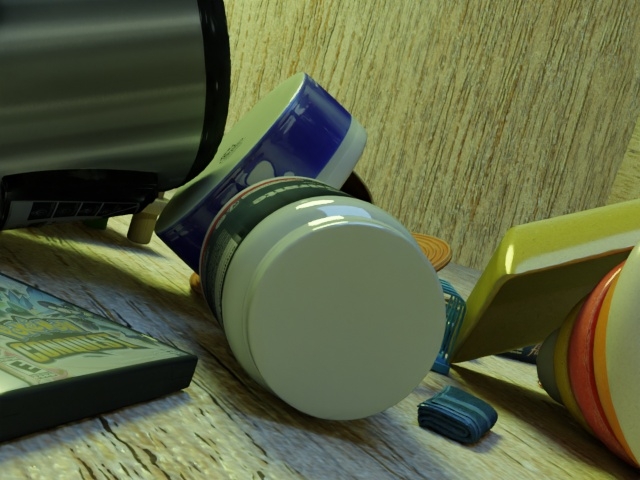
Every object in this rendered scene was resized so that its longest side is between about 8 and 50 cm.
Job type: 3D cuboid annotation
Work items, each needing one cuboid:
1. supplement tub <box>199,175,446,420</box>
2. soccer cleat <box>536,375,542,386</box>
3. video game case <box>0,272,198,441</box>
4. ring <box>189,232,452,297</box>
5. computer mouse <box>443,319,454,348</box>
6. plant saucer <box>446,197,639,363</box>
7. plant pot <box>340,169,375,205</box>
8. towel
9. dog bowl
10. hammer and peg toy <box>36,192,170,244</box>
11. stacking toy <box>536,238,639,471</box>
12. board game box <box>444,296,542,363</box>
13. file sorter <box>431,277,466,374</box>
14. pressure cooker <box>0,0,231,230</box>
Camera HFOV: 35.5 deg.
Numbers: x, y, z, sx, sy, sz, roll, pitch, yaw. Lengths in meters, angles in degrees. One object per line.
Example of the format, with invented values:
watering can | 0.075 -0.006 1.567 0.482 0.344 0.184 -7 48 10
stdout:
supplement tub | -0.007 0.045 0.940 0.191 0.191 0.272 18 5 -16
soccer cleat | 0.335 0.206 1.440 0.036 0.029 0.083 27 7 -6
video game case | -0.254 0.063 0.719 0.248 0.035 0.275 20 5 17
ring | 0.001 0.039 1.283 0.337 0.032 0.336 -7 12 1
computer mouse | 0.195 0.145 1.575 0.071 0.041 0.242 18 -2 3
plant saucer | 0.335 0.041 1.286 0.333 0.081 0.333 -11 -23 -10
plant pot | 0.000 0.000 1.570 0.215 0.215 0.230 20 -8 16
towel | 0.141 0.175 1.011 0.067 0.029 0.119 21 5 19
dog bowl | -0.073 -0.071 1.187 0.104 0.265 0.265 44 -2 -15
hammer and peg toy | -0.415 -0.108 1.490 0.361 0.127 0.266 23 8 41
stacking toy | 0.380 0.144 1.163 0.351 0.350 0.480 18 -13 -14
board game box | 0.278 0.150 1.747 0.165 0.042 0.243 16 6 -34
file sorter | 0.127 0.100 1.363 0.118 0.104 0.170 20 4 0
pressure cooker | -0.356 -0.204 1.118 0.421 0.369 0.375 -12 42 -30
